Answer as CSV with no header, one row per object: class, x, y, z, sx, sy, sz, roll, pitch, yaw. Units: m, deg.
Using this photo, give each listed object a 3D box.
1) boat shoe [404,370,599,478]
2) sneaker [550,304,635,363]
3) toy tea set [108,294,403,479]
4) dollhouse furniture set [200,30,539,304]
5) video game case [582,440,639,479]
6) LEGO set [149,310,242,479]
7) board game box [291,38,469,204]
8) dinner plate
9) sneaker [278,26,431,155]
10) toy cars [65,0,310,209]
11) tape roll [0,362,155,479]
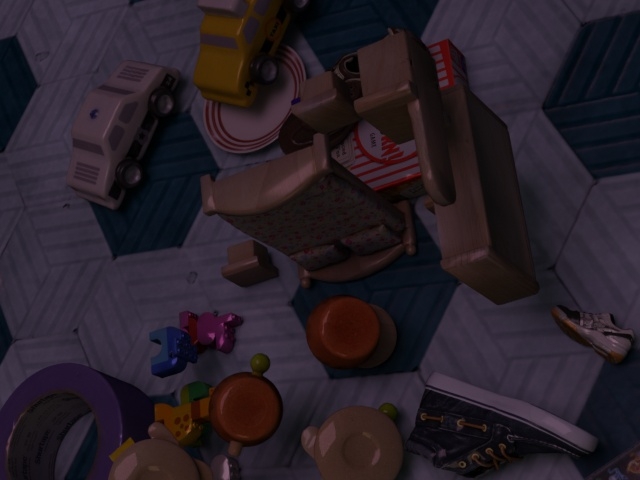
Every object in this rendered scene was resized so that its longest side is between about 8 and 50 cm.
boat shoe,0.163,0.185,1.197,0.183,0.065,0.083,15,80,42
sneaker,0.251,0.079,1.207,0.083,0.032,0.037,34,77,32
toy tea set,-0.041,0.202,1.286,0.336,0.124,0.200,-39,88,-10
dollhouse furniture set,0.000,0.000,1.222,0.355,0.303,0.174,-19,62,24
video game case,0.322,0.245,1.097,0.173,0.022,0.190,-38,56,13
LEGO set,-0.116,0.161,1.360,0.093,0.087,0.227,-19,63,25
board game box,0.067,-0.110,1.386,0.193,0.045,0.147,-19,62,24
dinner plate,-0.074,-0.163,1.512,0.141,0.017,0.141,-12,64,26
sneaker,0.022,-0.159,1.359,0.188,0.071,0.066,-36,56,14
toy cars,-0.171,-0.196,1.525,0.394,0.087,0.176,-36,51,20
tape roll,-0.267,0.233,1.427,0.189,0.080,0.189,-12,65,26
